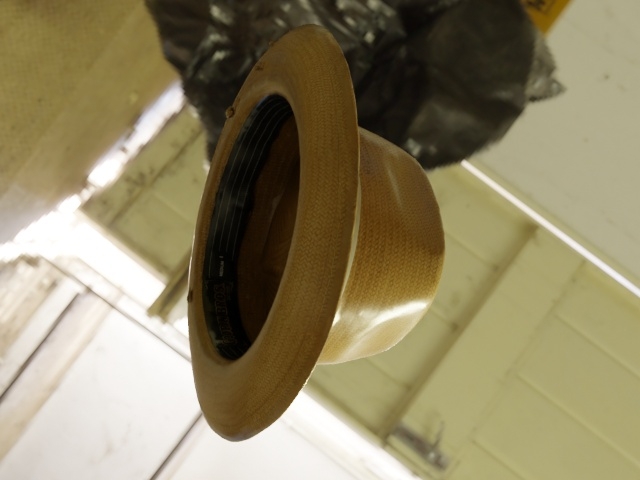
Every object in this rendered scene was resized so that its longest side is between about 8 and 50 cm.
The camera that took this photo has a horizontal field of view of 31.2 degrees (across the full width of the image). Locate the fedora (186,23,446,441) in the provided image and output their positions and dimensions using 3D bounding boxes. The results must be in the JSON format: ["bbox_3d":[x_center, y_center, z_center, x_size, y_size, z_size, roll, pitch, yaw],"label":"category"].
[{"bbox_3d":[0.000,0.000,0.503,0.194,0.079,0.194,-169,-90,-70],"label":"fedora"}]
